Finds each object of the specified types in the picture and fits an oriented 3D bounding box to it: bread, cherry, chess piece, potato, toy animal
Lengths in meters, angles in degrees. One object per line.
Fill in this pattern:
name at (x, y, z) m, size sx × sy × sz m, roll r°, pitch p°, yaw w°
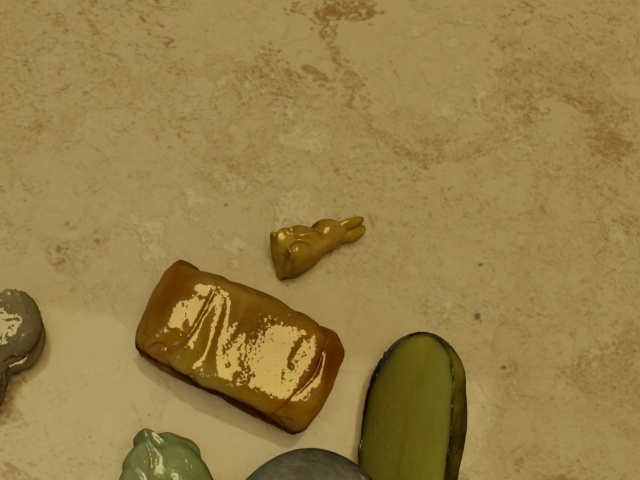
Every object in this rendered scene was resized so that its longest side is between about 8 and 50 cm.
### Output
bread at (-0.117, 0.152, 1.661) m, size 0.294 × 0.132 × 0.167 m, roll 27°, pitch 76°, yaw 0°
bread at (-0.555, 0.183, 1.603) m, size 0.337 × 0.102 × 0.183 m, roll -12°, pitch 73°, yaw -11°
cherry at (-0.026, 0.421, 1.529) m, size 0.255 × 0.218 × 0.296 m, roll 34°, pitch 57°, yaw -21°
chess piece at (-0.223, 0.411, 1.560) m, size 0.175 × 0.176 × 0.298 m, roll 19°, pitch 57°, yaw -1°
potato at (0.153, 0.275, 1.661) m, size 0.111 × 0.160 × 0.272 m, roll 24°, pitch 64°, yaw -45°
toy animal at (-0.001, 0.001, 1.770) m, size 0.159 × 0.083 × 0.070 m, roll -26°, pitch 48°, yaw -26°
